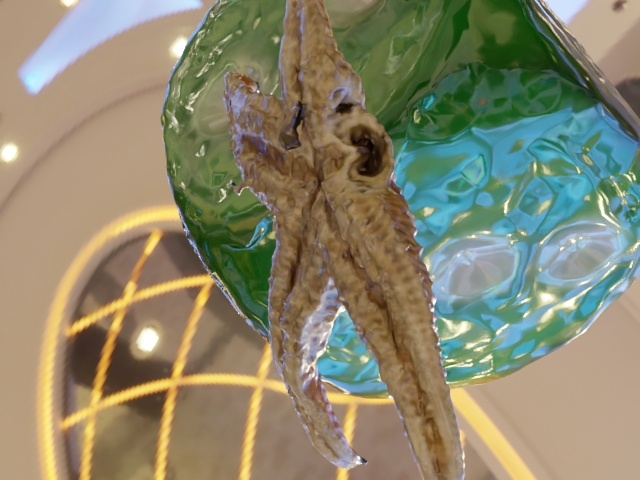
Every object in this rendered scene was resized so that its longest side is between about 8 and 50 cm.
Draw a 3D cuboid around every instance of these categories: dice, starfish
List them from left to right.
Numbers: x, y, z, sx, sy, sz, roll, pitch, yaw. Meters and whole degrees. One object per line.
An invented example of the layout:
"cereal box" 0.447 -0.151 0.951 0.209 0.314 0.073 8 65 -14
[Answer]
"starfish" -0.002 0.001 0.488 0.138 0.050 0.248 121 -39 -59
"dice" 0.069 -0.074 0.914 0.300 0.297 0.287 -38 -135 18
